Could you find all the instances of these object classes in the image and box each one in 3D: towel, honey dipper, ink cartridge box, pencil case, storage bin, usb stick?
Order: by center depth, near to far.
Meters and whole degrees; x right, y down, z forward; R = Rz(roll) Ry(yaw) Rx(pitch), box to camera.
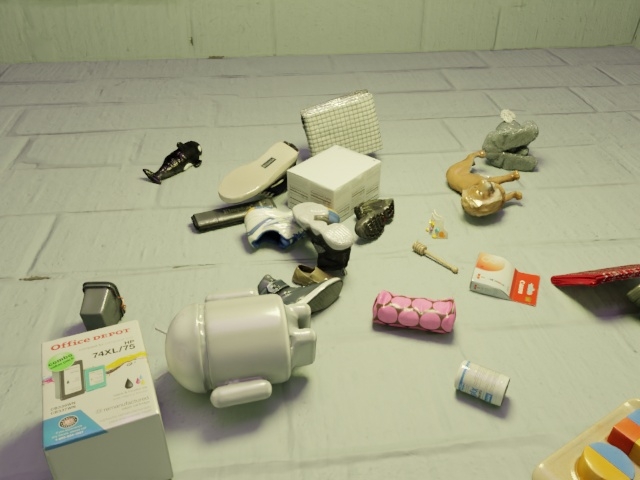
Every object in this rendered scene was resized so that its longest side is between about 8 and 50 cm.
[{"bbox_3d":[-0.424,0.333,1.140,0.198,0.197,0.270,-13,36,-19],"label":"ink cartridge box"},{"bbox_3d":[-0.538,0.179,1.432,0.098,0.135,0.091,0,46,-2],"label":"storage bin"},{"bbox_3d":[0.238,0.176,1.472,0.209,0.095,0.098,7,66,9],"label":"pencil case"},{"bbox_3d":[0.796,0.092,1.569,0.274,0.031,0.199,-7,-2,-11],"label":"towel"},{"bbox_3d":[0.519,0.105,1.619,0.179,0.045,0.145,11,36,19],"label":"ink cartridge box"},{"bbox_3d":[0.339,0.051,1.708,0.030,0.031,0.160,-26,46,-33],"label":"honey dipper"},{"bbox_3d":[-0.280,-0.085,1.882,0.277,0.045,0.077,-14,36,-20],"label":"usb stick"},{"bbox_3d":[0.075,-0.415,2.164,0.283,0.235,0.121,-19,32,-6],"label":"towel"}]

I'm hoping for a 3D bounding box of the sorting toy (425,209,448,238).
[{"bbox_3d":[0.365,-0.055,1.820,0.044,0.075,0.083,-11,36,-17],"label":"sorting toy"}]

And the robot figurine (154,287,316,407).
[{"bbox_3d":[-0.189,0.230,1.290,0.353,0.200,0.300,-5,43,-9],"label":"robot figurine"}]

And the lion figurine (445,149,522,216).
[{"bbox_3d":[0.532,-0.195,2.002,0.240,0.142,0.392,-16,23,-10],"label":"lion figurine"}]

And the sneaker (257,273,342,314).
[{"bbox_3d":[-0.064,0.131,1.535,0.226,0.086,0.163,-28,47,-33],"label":"sneaker"}]

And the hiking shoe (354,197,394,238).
[{"bbox_3d":[0.151,-0.070,1.851,0.114,0.086,0.227,6,27,32],"label":"hiking shoe"}]

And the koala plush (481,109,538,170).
[{"bbox_3d":[0.726,-0.396,2.229,0.203,0.196,0.221,-1,37,16],"label":"koala plush"}]

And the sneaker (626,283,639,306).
[{"bbox_3d":[0.901,0.160,1.517,0.227,0.087,0.130,-7,58,-46],"label":"sneaker"}]

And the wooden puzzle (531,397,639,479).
[{"bbox_3d":[0.630,0.458,1.074,0.347,0.081,0.322,-21,40,-28],"label":"wooden puzzle"}]

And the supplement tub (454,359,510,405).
[{"bbox_3d":[0.359,0.316,1.286,0.107,0.071,0.071,18,38,25],"label":"supplement tub"}]

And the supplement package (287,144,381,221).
[{"bbox_3d":[0.046,-0.191,1.953,0.204,0.145,0.261,26,41,32],"label":"supplement package"}]

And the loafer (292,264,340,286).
[{"bbox_3d":[-0.010,0.104,1.607,0.147,0.050,0.056,10,36,14],"label":"loafer"}]

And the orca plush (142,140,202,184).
[{"bbox_3d":[-0.549,-0.324,2.175,0.151,0.102,0.287,25,42,31],"label":"orca plush"}]

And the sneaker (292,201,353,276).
[{"bbox_3d":[0.000,0.000,1.668,0.101,0.153,0.268,-19,36,-25],"label":"sneaker"}]

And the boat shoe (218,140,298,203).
[{"bbox_3d":[-0.200,-0.187,1.951,0.127,0.158,0.340,36,56,24],"label":"boat shoe"}]

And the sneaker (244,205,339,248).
[{"bbox_3d":[-0.084,-0.029,1.778,0.296,0.112,0.131,-3,55,-7],"label":"sneaker"}]
